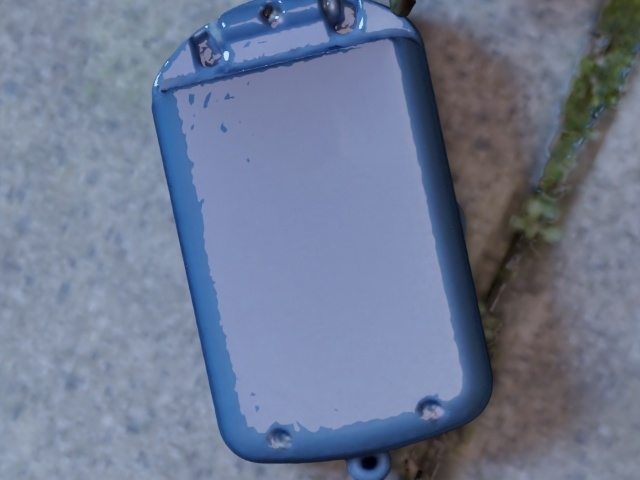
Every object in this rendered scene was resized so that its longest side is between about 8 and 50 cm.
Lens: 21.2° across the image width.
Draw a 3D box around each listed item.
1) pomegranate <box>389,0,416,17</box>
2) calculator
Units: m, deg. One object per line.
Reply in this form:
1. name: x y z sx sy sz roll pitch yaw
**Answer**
1. pomegranate: 0.001 -0.195 0.651 0.181 0.181 0.224 -41 102 8
2. calculator: 0.000 0.000 0.717 0.121 0.039 0.210 -12 90 11
